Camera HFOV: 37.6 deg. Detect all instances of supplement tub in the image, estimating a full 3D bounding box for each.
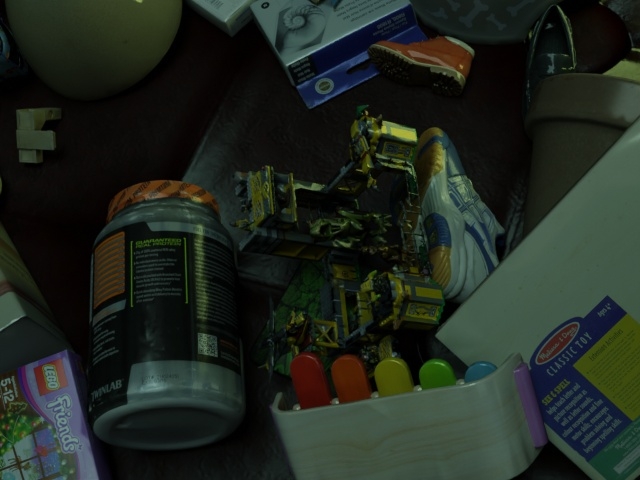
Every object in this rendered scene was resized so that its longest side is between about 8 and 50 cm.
[{"bbox_3d":[-0.198,0.093,1.207,0.193,0.193,0.316,-11,60,8],"label":"supplement tub"}]

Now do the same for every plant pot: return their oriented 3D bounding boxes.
[{"bbox_3d":[0.347,-0.047,1.138,0.263,0.263,0.229,20,84,23],"label":"plant pot"},{"bbox_3d":[-0.392,-0.394,1.505,0.284,0.191,0.284,-8,67,18],"label":"plant pot"}]

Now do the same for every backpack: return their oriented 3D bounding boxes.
[{"bbox_3d":[-0.573,-0.327,1.566,0.117,0.158,0.173,-39,71,0],"label":"backpack"}]

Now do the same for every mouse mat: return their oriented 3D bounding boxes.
[{"bbox_3d":[0.008,0.106,1.257,0.152,0.007,0.190,20,69,23],"label":"mouse mat"}]

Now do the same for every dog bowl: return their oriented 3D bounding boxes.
[{"bbox_3d":[0.285,-0.469,1.455,0.348,0.102,0.349,-6,59,11],"label":"dog bowl"}]

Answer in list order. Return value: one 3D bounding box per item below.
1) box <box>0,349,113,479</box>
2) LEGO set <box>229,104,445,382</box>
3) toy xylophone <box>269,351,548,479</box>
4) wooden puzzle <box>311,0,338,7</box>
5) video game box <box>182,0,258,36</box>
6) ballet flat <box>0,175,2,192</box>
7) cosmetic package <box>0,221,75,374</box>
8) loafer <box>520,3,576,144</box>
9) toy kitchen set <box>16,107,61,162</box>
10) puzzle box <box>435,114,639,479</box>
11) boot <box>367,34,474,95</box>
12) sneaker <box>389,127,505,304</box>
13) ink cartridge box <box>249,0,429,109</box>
[{"bbox_3d":[-0.365,0.308,1.173,0.201,0.057,0.293,-21,71,2],"label":"box"},{"bbox_3d":[0.000,0.000,1.157,0.192,0.255,0.331,9,67,-27],"label":"LEGO set"},{"bbox_3d":[0.091,0.242,1.059,0.322,0.081,0.236,-4,103,20],"label":"toy xylophone"},{"bbox_3d":[-0.002,-0.413,1.492,0.116,0.014,0.078,34,73,31],"label":"wooden puzzle"},{"bbox_3d":[-0.153,-0.460,1.591,0.187,0.048,0.205,-45,61,-9],"label":"video game box"},{"bbox_3d":[-0.542,-0.156,1.503,0.058,0.084,0.250,-24,53,1],"label":"ballet flat"},{"bbox_3d":[-0.485,0.065,1.320,0.129,0.153,0.296,-36,60,-6],"label":"cosmetic package"},{"bbox_3d":[0.321,-0.232,1.326,0.076,0.078,0.223,2,62,15],"label":"loafer"},{"bbox_3d":[-0.436,-0.169,1.509,0.068,0.075,0.083,5,102,20],"label":"toy kitchen set"},{"bbox_3d":[0.357,0.047,1.017,0.272,0.052,0.409,43,105,3],"label":"puzzle box"},{"bbox_3d":[0.152,-0.276,1.410,0.158,0.059,0.085,21,65,14],"label":"boot"},{"bbox_3d":[0.174,-0.025,1.246,0.131,0.112,0.296,22,43,-20],"label":"sneaker"},{"bbox_3d":[0.028,-0.341,1.479,0.223,0.045,0.224,-28,59,-2],"label":"ink cartridge box"}]
